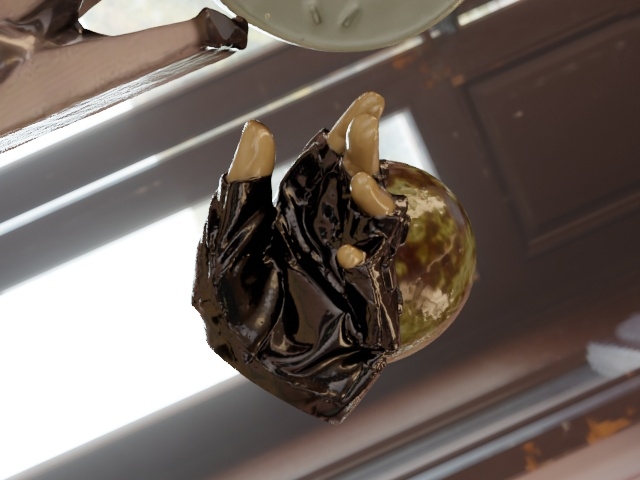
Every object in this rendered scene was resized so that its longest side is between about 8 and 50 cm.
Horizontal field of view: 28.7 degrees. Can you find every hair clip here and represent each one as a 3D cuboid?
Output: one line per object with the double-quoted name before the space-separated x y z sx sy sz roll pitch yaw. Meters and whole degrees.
"hair clip" -0.206 -0.096 0.727 0.085 0.331 0.101 -41 -71 -74

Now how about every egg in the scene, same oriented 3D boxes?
"egg" 0.055 0.032 1.491 0.238 0.289 0.238 24 132 29

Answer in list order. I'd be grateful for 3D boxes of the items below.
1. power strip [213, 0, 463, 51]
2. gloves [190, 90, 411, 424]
"power strip" 0.000 -0.349 1.211 0.357 0.357 0.161 66 174 -19
"gloves" 0.000 0.000 0.827 0.164 0.203 0.124 32 -175 5
